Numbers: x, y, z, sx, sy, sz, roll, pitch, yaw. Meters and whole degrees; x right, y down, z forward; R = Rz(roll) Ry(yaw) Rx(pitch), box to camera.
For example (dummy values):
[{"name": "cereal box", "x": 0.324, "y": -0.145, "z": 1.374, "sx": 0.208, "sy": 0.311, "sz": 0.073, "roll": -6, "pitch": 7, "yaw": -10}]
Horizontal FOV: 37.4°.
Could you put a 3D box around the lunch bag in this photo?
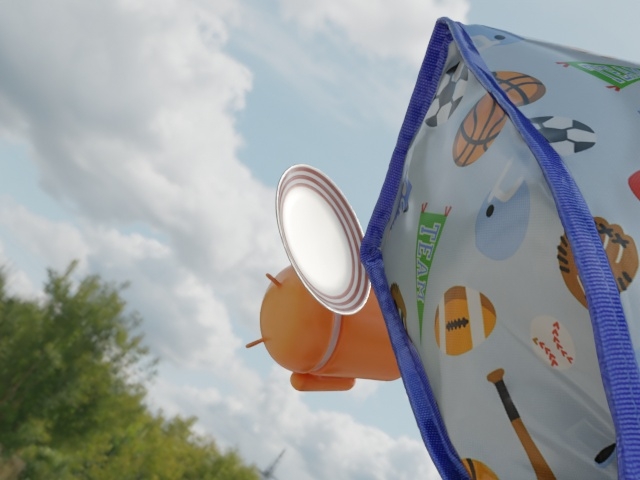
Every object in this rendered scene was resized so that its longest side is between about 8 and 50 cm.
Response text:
[{"name": "lunch bag", "x": 0.223, "y": 0.059, "z": 0.548, "sx": 0.327, "sy": 0.239, "sz": 0.385, "roll": 7, "pitch": 28, "yaw": -15}]

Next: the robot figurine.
[{"name": "robot figurine", "x": 0.028, "y": 0.088, "z": 1.049, "sx": 0.219, "sy": 0.128, "sz": 0.158, "roll": 9, "pitch": -30, "yaw": -27}]

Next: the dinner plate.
[{"name": "dinner plate", "x": 0.000, "y": 0.000, "z": 0.835, "sx": 0.017, "sy": 0.141, "sz": 0.141, "roll": -21, "pitch": -55, "yaw": 29}]
